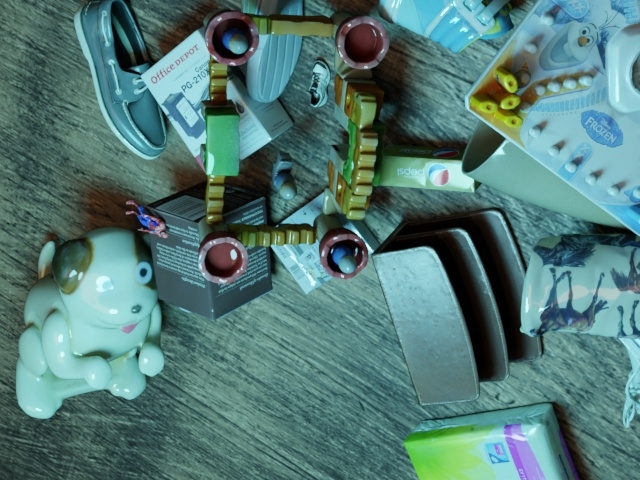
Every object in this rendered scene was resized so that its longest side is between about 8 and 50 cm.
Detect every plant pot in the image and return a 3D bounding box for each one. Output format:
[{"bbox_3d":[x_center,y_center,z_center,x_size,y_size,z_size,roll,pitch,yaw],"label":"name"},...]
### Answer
[{"bbox_3d":[0.399,-0.137,1.607,0.274,0.256,0.256,32,126,-7],"label":"plant pot"}]

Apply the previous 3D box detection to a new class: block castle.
[{"bbox_3d":[-0.052,-0.156,1.744,0.303,0.213,0.453,-1,111,-13],"label":"block castle"}]

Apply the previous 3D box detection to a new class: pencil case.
[{"bbox_3d":[0.507,0.083,1.593,0.410,0.160,0.183,2,119,20],"label":"pencil case"}]

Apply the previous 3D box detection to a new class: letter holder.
[{"bbox_3d":[0.251,0.118,1.849,0.214,0.152,0.302,-9,108,30],"label":"letter holder"}]

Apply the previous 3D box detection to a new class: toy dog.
[{"bbox_3d":[-0.451,0.129,2.161,0.408,0.284,0.395,-48,49,50],"label":"toy dog"}]

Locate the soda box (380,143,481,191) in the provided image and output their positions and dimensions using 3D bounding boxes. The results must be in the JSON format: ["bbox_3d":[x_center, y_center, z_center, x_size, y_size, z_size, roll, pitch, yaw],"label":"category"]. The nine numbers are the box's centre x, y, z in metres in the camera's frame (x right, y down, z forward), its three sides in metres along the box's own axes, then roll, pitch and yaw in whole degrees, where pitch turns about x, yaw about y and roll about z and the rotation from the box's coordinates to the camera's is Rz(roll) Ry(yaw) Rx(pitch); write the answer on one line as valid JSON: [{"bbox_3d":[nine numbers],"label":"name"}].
[{"bbox_3d":[0.189,-0.126,1.816,0.181,0.061,0.058,5,116,26],"label":"soda box"}]

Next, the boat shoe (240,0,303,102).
[{"bbox_3d":[-0.091,-0.395,1.828,0.094,0.109,0.302,26,115,34],"label":"boat shoe"}]

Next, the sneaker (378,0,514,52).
[{"bbox_3d":[0.235,-0.431,1.609,0.208,0.127,0.319,35,135,12],"label":"sneaker"}]

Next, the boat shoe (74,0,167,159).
[{"bbox_3d":[-0.362,-0.310,1.995,0.099,0.116,0.319,-16,100,37],"label":"boat shoe"}]

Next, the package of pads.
[{"bbox_3d":[0.333,0.444,1.992,0.296,0.101,0.229,-14,104,34],"label":"package of pads"}]

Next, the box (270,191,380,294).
[{"bbox_3d":[0.000,0.000,1.995,0.186,0.038,0.145,-35,94,37],"label":"box"}]

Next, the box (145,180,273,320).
[{"bbox_3d":[-0.212,0.015,2.017,0.168,0.167,0.203,18,122,39],"label":"box"}]

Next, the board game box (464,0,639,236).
[{"bbox_3d":[0.458,-0.234,1.435,0.390,0.050,0.390,32,104,-22],"label":"board game box"}]

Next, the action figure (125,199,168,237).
[{"bbox_3d":[-0.322,-0.035,1.956,0.115,0.030,0.038,32,126,30],"label":"action figure"}]

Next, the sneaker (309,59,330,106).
[{"bbox_3d":[-0.004,-0.277,1.864,0.032,0.037,0.083,10,116,26],"label":"sneaker"}]

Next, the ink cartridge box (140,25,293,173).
[{"bbox_3d":[-0.192,-0.260,1.934,0.172,0.100,0.237,-30,97,35],"label":"ink cartridge box"}]

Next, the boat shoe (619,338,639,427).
[{"bbox_3d":[0.565,0.263,1.753,0.156,0.136,0.367,-40,98,19],"label":"boat shoe"}]
